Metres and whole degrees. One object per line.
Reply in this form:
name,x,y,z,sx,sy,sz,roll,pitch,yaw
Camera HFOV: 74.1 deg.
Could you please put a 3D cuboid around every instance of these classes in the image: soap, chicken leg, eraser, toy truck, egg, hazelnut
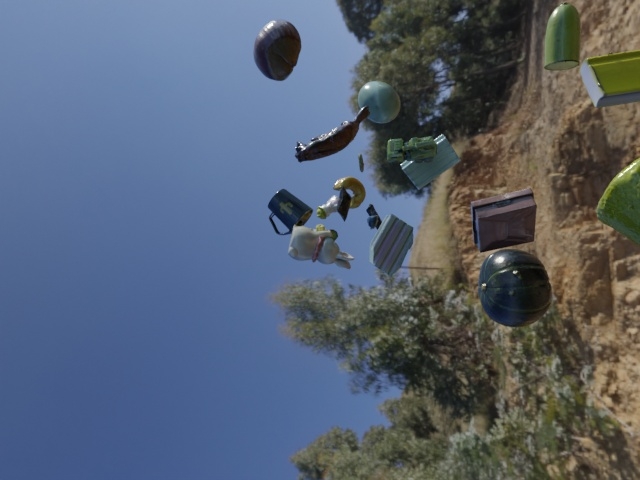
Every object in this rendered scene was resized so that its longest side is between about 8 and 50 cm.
soap,0.577,-0.411,2.229,0.160,0.265,0.088,45,-158,-23
soap,0.286,0.025,1.758,0.231,0.145,0.091,-59,7,-7
chicken leg,0.073,-0.419,1.688,0.407,0.158,0.096,-38,-55,-20
eraser,0.922,-0.493,1.278,0.069,0.225,0.158,73,-171,-67
toy truck,0.307,-0.309,1.425,0.100,0.168,0.077,34,-123,-76
egg,0.261,-0.624,1.904,0.168,0.168,0.231,41,-169,-51
hazelnut,-0.165,-0.736,1.634,0.181,0.212,0.181,33,-155,-20

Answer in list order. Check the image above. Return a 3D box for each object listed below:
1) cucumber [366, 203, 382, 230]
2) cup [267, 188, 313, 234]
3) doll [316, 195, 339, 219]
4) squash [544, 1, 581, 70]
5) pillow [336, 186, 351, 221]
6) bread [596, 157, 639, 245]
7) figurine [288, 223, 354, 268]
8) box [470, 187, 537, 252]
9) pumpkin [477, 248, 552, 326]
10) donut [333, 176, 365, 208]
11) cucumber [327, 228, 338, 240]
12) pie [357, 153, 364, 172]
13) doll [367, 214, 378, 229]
cucumber,0.295,-0.114,2.261,0.053,0.053,0.182,26,-146,-57
cup,-0.143,-0.112,1.771,0.176,0.155,0.131,-48,-9,4
doll,0.049,-0.170,2.197,0.207,0.129,0.081,-37,-62,-39
squash,0.997,-0.839,1.736,0.132,0.132,0.247,-14,-74,-60
pillow,0.114,-0.177,2.037,0.090,0.048,0.150,37,-125,-37
bread,1.221,-0.132,1.495,0.348,0.348,0.308,47,-173,-48
figurine,0.005,0.024,1.556,0.155,0.235,0.127,-90,15,-63
box,0.670,-0.066,1.547,0.215,0.215,0.086,64,-163,-46
pumpkin,0.780,0.193,1.731,0.323,0.241,0.324,171,90,-89
donut,0.167,-0.264,2.229,0.146,0.078,0.181,-40,-87,-26
cucumber,0.000,0.000,2.114,0.067,0.293,0.068,5,-103,-22
pie,0.174,-0.328,1.803,0.084,0.021,0.084,-9,-90,-79
doll,0.252,-0.089,2.051,0.083,0.050,0.076,-116,40,-86
